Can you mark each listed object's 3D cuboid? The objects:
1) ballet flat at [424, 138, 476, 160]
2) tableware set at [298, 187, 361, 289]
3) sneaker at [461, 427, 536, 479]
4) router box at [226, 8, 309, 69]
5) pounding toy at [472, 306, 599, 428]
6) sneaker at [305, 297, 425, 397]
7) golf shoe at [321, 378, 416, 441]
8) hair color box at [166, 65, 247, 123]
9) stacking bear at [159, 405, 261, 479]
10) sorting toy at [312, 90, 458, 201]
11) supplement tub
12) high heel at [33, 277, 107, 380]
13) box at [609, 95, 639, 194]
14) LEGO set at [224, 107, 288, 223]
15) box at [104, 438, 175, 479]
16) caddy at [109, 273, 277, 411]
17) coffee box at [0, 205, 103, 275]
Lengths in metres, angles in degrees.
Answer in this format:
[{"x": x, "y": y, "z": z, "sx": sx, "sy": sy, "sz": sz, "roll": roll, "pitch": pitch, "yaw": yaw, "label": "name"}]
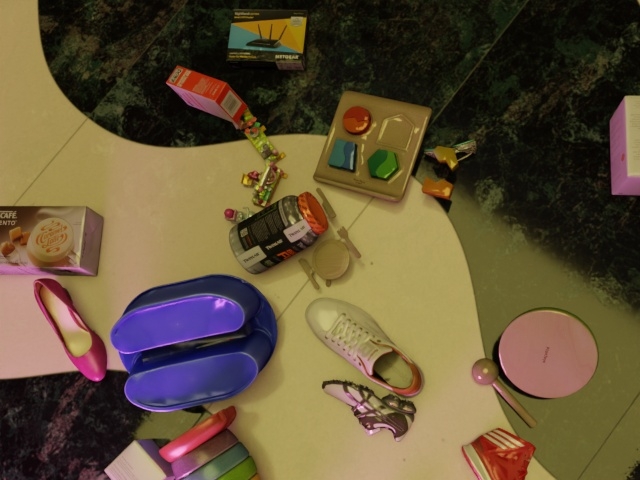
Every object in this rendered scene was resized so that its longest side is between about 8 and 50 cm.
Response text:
[{"x": 0.282, "y": -0.189, "z": 1.646, "sx": 0.114, "sy": 0.041, "sz": 0.041, "roll": -11, "pitch": 75, "yaw": 6, "label": "ballet flat"}, {"x": 0.000, "y": 0.000, "z": 1.636, "sx": 0.128, "sy": 0.039, "sz": 0.194, "roll": -37, "pitch": 68, "yaw": 14, "label": "tableware set"}, {"x": 0.378, "y": 0.459, "z": 1.449, "sx": 0.128, "sy": 0.087, "sz": 0.221, "roll": -33, "pitch": 76, "yaw": 0, "label": "sneaker"}, {"x": -0.120, "y": -0.464, "z": 1.763, "sx": 0.178, "sy": 0.046, "sz": 0.133, "roll": 3, "pitch": 77, "yaw": 9, "label": "router box"}, {"x": 0.432, "y": 0.222, "z": 1.505, "sx": 0.183, "sy": 0.110, "sz": 0.237, "roll": 39, "pitch": 114, "yaw": 4, "label": "pounding toy"}, {"x": 0.088, "y": 0.204, "z": 1.533, "sx": 0.290, "sy": 0.123, "sz": 0.106, "roll": 34, "pitch": 85, "yaw": 15, "label": "sneaker"}, {"x": 0.088, "y": 0.338, "z": 1.523, "sx": 0.198, "sy": 0.077, "sz": 0.094, "roll": 17, "pitch": 80, "yaw": 13, "label": "golf shoe"}, {"x": -0.253, "y": -0.326, "z": 1.697, "sx": 0.167, "sy": 0.093, "sz": 0.053, "roll": 24, "pitch": 79, "yaw": 34, "label": "hair color box"}, {"x": -0.175, "y": 0.492, "z": 1.487, "sx": 0.164, "sy": 0.175, "sz": 0.289, "roll": -32, "pitch": 82, "yaw": -3, "label": "stacking bear"}, {"x": 0.152, "y": -0.199, "z": 1.638, "sx": 0.307, "sy": 0.041, "sz": 0.229, "roll": 16, "pitch": 79, "yaw": 21, "label": "sorting toy"}, {"x": -0.086, "y": -0.018, "z": 1.591, "sx": 0.190, "sy": 0.117, "sz": 0.117, "roll": -29, "pitch": 74, "yaw": 18, "label": "supplement tub"}, {"x": -0.536, "y": 0.189, "z": 1.625, "sx": 0.082, "sy": 0.117, "sz": 0.244, "roll": -27, "pitch": 74, "yaw": 1, "label": "high heel"}, {"x": 0.649, "y": -0.190, "z": 1.545, "sx": 0.091, "sy": 0.130, "sz": 0.171, "roll": 1, "pitch": 77, "yaw": 7, "label": "box"}, {"x": -0.144, "y": -0.179, "z": 1.665, "sx": 0.132, "sy": 0.107, "sz": 0.287, "roll": -2, "pitch": 76, "yaw": 7, "label": "LEGO set"}, {"x": -0.358, "y": 0.466, "z": 1.541, "sx": 0.102, "sy": 0.101, "sz": 0.087, "roll": 44, "pitch": 85, "yaw": 13, "label": "box"}, {"x": -0.260, "y": 0.203, "z": 1.557, "sx": 0.341, "sy": 0.179, "sz": 0.241, "roll": -12, "pitch": 97, "yaw": 4, "label": "caddy"}, {"x": -0.623, "y": 0.001, "z": 1.692, "sx": 0.246, "sy": 0.098, "sz": 0.141, "roll": 1, "pitch": 77, "yaw": 8, "label": "coffee box"}]
